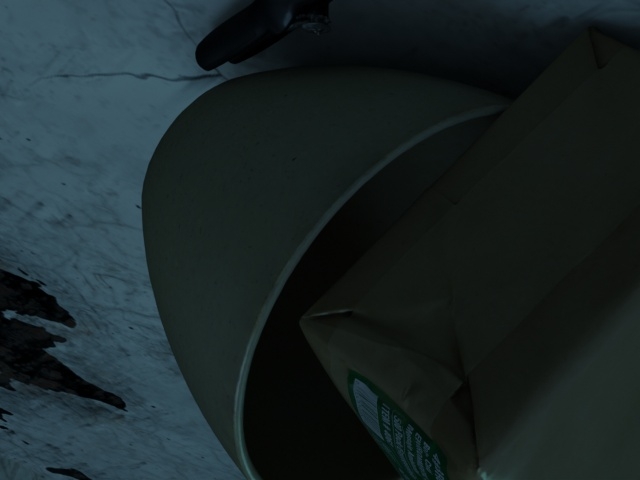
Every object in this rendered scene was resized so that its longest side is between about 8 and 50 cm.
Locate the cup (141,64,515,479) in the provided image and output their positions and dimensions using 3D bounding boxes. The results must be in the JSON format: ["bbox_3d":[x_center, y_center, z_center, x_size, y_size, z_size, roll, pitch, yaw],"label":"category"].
[{"bbox_3d":[0.000,0.000,0.994,0.237,0.331,0.331,38,167,38],"label":"cup"}]

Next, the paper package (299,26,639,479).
[{"bbox_3d":[0.185,0.075,0.913,0.168,0.309,0.325,36,165,36],"label":"paper package"}]

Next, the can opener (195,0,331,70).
[{"bbox_3d":[-0.039,-0.164,0.962,0.059,0.073,0.186,-10,171,-26],"label":"can opener"}]
